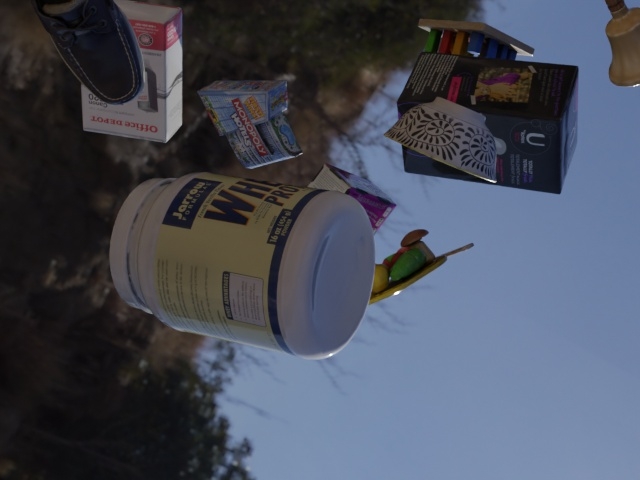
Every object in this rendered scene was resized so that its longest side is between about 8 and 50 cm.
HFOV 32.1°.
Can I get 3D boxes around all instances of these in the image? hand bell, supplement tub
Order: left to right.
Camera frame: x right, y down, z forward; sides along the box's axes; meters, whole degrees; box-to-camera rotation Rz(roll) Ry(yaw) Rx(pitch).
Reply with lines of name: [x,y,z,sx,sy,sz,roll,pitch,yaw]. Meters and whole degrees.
supplement tub: [-0.110,0.028,1.577,0.324,0.235,0.235,9,-111,27]
hand bell: [0.445,-0.365,1.685,0.126,0.242,0.126,-29,-150,18]

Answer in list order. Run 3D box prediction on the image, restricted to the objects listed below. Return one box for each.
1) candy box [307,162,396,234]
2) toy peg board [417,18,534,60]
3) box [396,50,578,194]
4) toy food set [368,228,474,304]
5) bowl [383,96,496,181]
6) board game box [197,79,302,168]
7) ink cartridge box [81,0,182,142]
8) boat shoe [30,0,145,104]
candy box: [0.000,0.000,1.811,0.071,0.159,0.233,45,-74,30]
toy peg board: [0.282,-0.348,2.068,0.160,0.161,0.079,16,-88,47]
box: [0.278,-0.196,1.828,0.165,0.270,0.143,79,29,-45]
toy food set: [0.133,0.033,1.823,0.218,0.071,0.128,-29,-176,-38]
bowl: [0.180,-0.149,1.538,0.080,0.170,0.170,-67,-158,8]
board game box: [-0.124,-0.237,2.170,0.194,0.194,0.060,-10,-158,49]
ink cartridge box: [-0.322,-0.289,1.889,0.092,0.158,0.218,-67,163,-57]
boat shoe: [-0.306,-0.291,1.364,0.102,0.285,0.092,-20,-161,5]
